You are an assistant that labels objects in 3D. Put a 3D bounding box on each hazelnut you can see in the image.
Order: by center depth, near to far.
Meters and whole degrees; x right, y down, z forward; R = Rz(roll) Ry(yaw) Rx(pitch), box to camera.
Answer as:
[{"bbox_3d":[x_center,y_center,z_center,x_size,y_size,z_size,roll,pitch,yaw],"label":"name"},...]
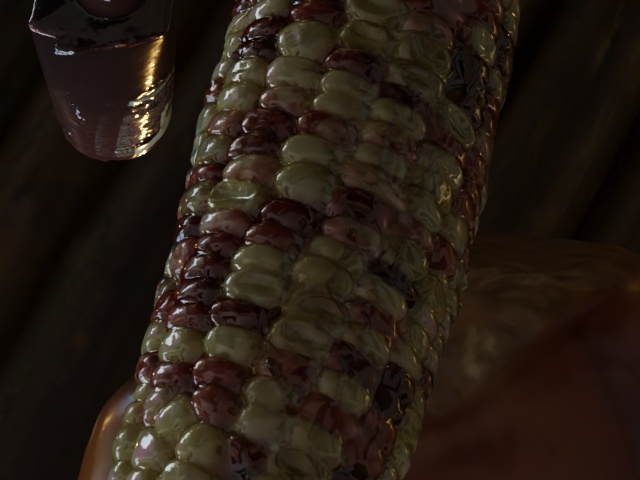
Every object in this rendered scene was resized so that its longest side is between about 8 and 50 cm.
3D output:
[{"bbox_3d":[0.056,0.165,0.914,0.372,0.315,0.372,0,-91,9],"label":"hazelnut"}]

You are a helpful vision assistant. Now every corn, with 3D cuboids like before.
[{"bbox_3d":[0.000,0.000,0.516,0.086,0.086,0.253,10,-119,9],"label":"corn"}]

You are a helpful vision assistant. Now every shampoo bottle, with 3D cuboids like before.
[{"bbox_3d":[-0.101,-0.100,0.887,0.067,0.236,0.068,2,-107,-5],"label":"shampoo bottle"}]
